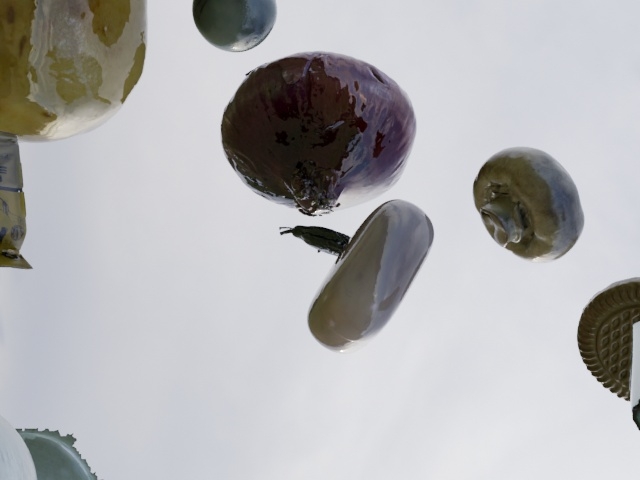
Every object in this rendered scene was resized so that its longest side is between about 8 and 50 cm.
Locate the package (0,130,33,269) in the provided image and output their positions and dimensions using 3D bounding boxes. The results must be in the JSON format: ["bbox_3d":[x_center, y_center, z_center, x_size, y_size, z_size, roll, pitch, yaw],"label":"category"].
[{"bbox_3d":[-0.292,-0.032,0.758,0.047,0.071,0.131,-24,-108,39],"label":"package"}]

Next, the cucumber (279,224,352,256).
[{"bbox_3d":[0.000,0.000,1.266,0.163,0.043,0.039,18,-61,55],"label":"cucumber"}]

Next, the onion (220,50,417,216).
[{"bbox_3d":[-0.005,-0.153,1.522,0.347,0.347,0.286,130,-28,-49],"label":"onion"}]

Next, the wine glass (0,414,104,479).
[{"bbox_3d":[-0.242,0.175,0.594,0.321,0.143,0.143,93,-18,-70],"label":"wine glass"}]

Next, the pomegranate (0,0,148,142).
[{"bbox_3d":[-0.363,-0.278,1.091,0.332,0.332,0.333,10,-78,58],"label":"pomegranate"}]

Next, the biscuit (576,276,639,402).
[{"bbox_3d":[0.523,0.162,1.366,0.259,0.079,0.259,15,-54,22],"label":"biscuit"}]

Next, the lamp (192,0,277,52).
[{"bbox_3d":[-0.106,-0.284,1.090,0.105,0.105,0.105,10,-78,58],"label":"lamp"}]

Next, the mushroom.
[{"bbox_3d":[0.274,-0.045,1.195,0.166,0.127,0.166,56,-15,24],"label":"mushroom"}]

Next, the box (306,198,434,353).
[{"bbox_3d":[0.059,0.041,1.034,0.088,0.200,0.146,35,-33,-3],"label":"box"}]

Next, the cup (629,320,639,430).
[{"bbox_3d":[0.360,0.138,0.850,0.148,0.235,0.134,32,-76,18],"label":"cup"}]
